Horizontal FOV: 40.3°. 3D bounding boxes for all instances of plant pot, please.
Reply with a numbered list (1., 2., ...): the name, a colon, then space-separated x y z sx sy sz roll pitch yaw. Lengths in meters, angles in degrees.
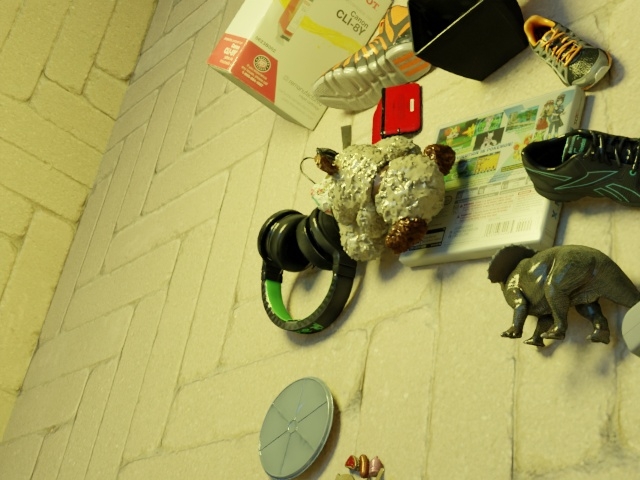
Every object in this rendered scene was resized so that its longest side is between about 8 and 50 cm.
1. plant pot: 0.295 -0.422 1.687 0.188 0.167 0.187 -35 38 32

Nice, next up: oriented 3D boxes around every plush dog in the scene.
1. plush dog: 0.127 -0.097 1.581 0.225 0.211 0.262 12 73 41

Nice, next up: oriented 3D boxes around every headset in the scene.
1. headset: 0.000 0.000 1.810 0.243 0.185 0.394 -6 73 48

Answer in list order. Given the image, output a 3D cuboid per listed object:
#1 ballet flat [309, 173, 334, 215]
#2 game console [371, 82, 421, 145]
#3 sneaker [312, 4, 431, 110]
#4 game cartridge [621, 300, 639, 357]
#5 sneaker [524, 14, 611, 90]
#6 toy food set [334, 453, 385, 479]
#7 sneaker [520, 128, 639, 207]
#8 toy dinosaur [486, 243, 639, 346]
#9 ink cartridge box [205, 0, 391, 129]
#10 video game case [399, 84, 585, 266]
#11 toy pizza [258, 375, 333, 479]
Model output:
1. ballet flat: 0.067 -0.136 1.741 0.077 0.091 0.241 31 47 24
2. game console: 0.162 -0.255 1.879 0.124 0.085 0.144 -7 52 15
3. sneaker: 0.129 -0.416 1.985 0.321 0.124 0.180 -15 46 35
4. game cartridge: 0.495 0.063 0.954 0.297 0.198 0.062 -36 38 32
5. sneaker: 0.420 -0.327 1.511 0.084 0.083 0.215 -50 33 11
6. toy food set: 0.071 0.388 1.444 0.078 0.019 0.122 -63 24 -8
7. sneaker: 0.419 -0.109 1.278 0.267 0.106 0.101 -3 58 40
8. toy dinosaur: 0.340 0.067 1.247 0.313 0.121 0.160 -14 65 54
9. ink cartridge box: -0.050 -0.512 2.143 0.384 0.279 0.160 -58 32 0
10. video game case: 0.296 -0.105 1.538 0.329 0.036 0.300 -11 55 52
11. toy pizza: -0.041 0.350 1.621 0.201 0.032 0.201 -34 39 33
